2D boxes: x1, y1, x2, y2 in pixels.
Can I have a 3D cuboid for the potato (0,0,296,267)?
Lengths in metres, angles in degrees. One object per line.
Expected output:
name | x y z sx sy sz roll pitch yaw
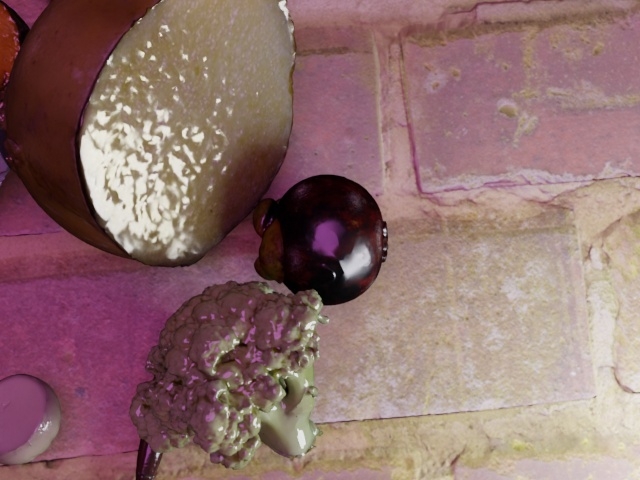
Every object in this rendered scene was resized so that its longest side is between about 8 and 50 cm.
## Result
potato | -0.264 -0.210 1.723 0.319 0.385 0.442 24 69 37

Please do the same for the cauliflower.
cauliflower | -0.108 0.200 1.668 0.327 0.260 0.281 -41 88 21

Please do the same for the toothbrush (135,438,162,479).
toothbrush | -0.246 0.290 1.776 0.040 0.041 0.364 13 81 0

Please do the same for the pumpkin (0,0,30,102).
pumpkin | -0.545 -0.233 1.795 0.190 0.139 0.280 33 84 4

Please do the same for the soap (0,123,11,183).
soap | -0.552 -0.113 1.743 0.230 0.091 0.145 -18 121 13

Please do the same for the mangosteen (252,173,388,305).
mangosteen | 0.000 0.000 1.748 0.209 0.210 0.210 0 82 -2

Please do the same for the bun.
bun | -0.433 0.270 1.749 0.138 0.094 0.138 -15 53 20
